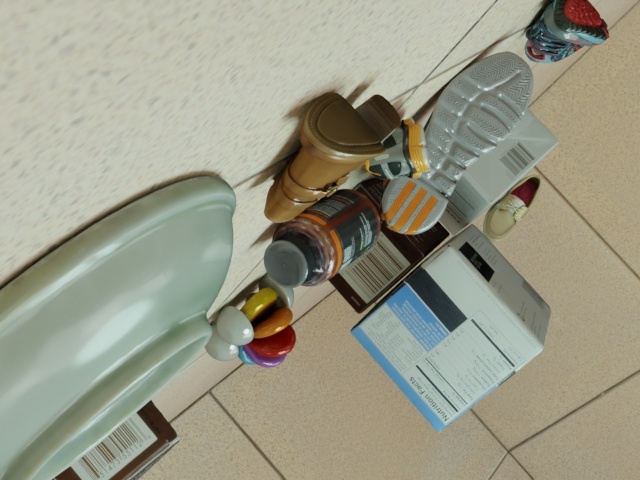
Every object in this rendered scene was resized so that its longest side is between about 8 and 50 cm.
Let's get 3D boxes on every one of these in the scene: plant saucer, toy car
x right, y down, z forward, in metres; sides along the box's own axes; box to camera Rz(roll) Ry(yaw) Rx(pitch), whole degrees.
[{"bbox_3d":[-0.204,0.112,0.791,0.400,0.100,0.400,-41,175,-4],"label":"plant saucer"},{"bbox_3d":[-0.108,0.162,1.637,0.159,0.136,0.182,-38,173,-36],"label":"toy car"}]

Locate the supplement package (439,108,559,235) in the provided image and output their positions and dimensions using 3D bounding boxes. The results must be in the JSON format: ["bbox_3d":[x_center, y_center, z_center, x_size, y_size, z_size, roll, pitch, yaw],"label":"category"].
[{"bbox_3d":[0.284,-0.151,1.713,0.177,0.175,0.293,-42,175,-10],"label":"supplement package"}]

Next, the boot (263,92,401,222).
[{"bbox_3d":[-0.006,-0.071,0.897,0.152,0.073,0.197,-40,173,25],"label":"boot"}]

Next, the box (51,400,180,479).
[{"bbox_3d":[-0.382,0.362,1.316,0.381,0.143,0.191,-44,175,41],"label":"box"}]

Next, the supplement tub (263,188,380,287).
[{"bbox_3d":[0.000,0.000,1.303,0.106,0.106,0.198,-46,173,35],"label":"supplement tub"}]

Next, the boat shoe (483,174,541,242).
[{"bbox_3d":[0.375,-0.069,1.781,0.170,0.063,0.059,-52,177,-27],"label":"boat shoe"}]

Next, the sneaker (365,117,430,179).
[{"bbox_3d":[0.095,-0.120,1.238,0.083,0.084,0.215,-13,-179,2],"label":"sneaker"}]

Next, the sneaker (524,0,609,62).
[{"bbox_3d":[0.386,-0.324,1.461,0.125,0.104,0.262,-42,175,24],"label":"sneaker"}]

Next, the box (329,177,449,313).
[{"bbox_3d":[0.099,-0.001,1.648,0.168,0.167,0.203,-45,174,22],"label":"box"}]

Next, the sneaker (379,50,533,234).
[{"bbox_3d":[0.189,-0.159,1.426,0.321,0.125,0.180,-50,-170,5],"label":"sneaker"}]

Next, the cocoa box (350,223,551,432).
[{"bbox_3d":[0.239,0.139,1.606,0.228,0.231,0.347,-43,174,16],"label":"cocoa box"}]
